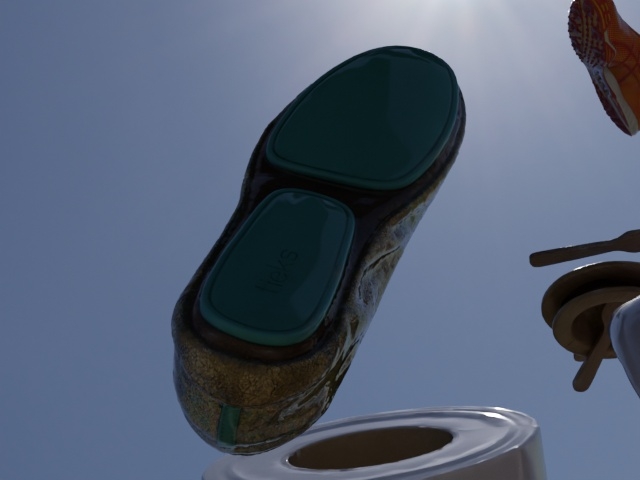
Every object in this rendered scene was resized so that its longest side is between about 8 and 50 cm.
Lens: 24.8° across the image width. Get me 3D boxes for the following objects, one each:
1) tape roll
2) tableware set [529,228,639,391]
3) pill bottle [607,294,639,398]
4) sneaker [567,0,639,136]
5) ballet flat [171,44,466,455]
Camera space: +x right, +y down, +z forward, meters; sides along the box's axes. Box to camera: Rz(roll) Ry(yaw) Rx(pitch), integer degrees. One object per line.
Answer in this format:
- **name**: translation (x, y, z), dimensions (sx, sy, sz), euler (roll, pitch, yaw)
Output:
- **tape roll**: translation (0.048, 0.217, 1.200), dimensions (0.286, 0.286, 0.100), euler (-10, -86, -29)
- **tableware set**: translation (0.229, 0.039, 0.867), dimensions (0.194, 0.039, 0.128), euler (-13, -39, 18)
- **pill bottle**: translation (0.311, 0.041, 0.718), dimensions (0.302, 0.169, 0.169), euler (-28, -35, 10)
- **sneaker**: translation (0.266, -0.167, 1.281), dimensions (0.067, 0.064, 0.175), euler (-38, -41, -1)
- **ballet flat**: translation (0.000, 0.000, 0.890), dimensions (0.348, 0.123, 0.123), euler (-60, -6, -51)
